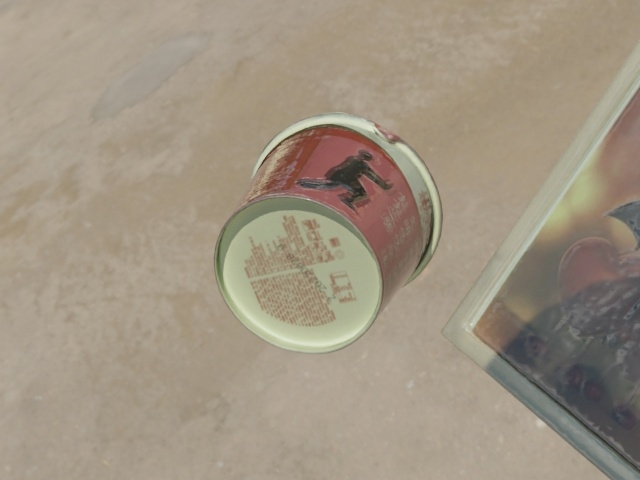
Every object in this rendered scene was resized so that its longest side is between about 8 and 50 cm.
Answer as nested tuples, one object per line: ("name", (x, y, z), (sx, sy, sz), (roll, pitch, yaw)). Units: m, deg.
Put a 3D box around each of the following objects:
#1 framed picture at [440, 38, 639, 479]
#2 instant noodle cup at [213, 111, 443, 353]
("framed picture", (0.220, -0.004, 0.514), (0.211, 0.020, 0.289), (42, 102, 43))
("instant noodle cup", (0.000, 0.000, 0.947), (0.235, 0.234, 0.178), (-16, 18, 26))
